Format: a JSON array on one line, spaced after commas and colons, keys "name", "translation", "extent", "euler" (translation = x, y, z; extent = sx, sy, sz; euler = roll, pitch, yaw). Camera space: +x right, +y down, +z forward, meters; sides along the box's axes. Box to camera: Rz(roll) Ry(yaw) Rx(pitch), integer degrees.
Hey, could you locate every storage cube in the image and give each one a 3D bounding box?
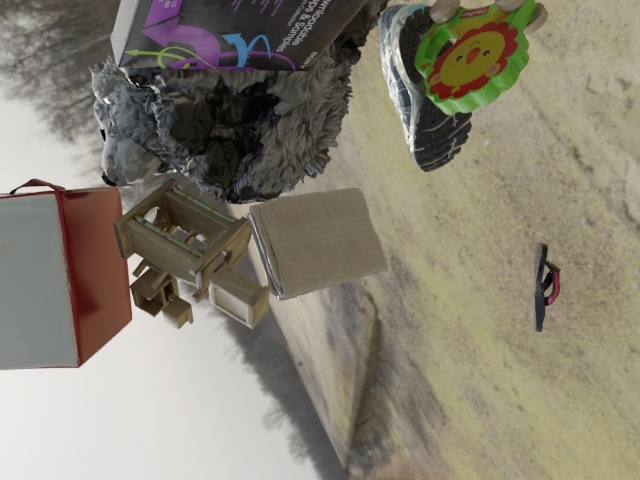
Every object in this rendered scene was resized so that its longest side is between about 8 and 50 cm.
[{"name": "storage cube", "translation": [-0.345, 0.035, 0.627], "extent": [0.193, 0.184, 0.215], "euler": [-118, 24, -82]}]

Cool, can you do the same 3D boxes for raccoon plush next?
[{"name": "raccoon plush", "translation": [-0.075, -0.208, 0.656], "extent": [0.299, 0.446, 0.216], "euler": [30, 148, 56]}]

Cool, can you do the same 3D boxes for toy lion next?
[{"name": "toy lion", "translation": [0.103, -0.131, 0.377], "extent": [0.034, 0.096, 0.100], "euler": [35, 172, -34]}]

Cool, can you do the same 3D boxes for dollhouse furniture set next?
[{"name": "dollhouse furniture set", "translation": [-0.124, 0.044, 0.628], "extent": [0.182, 0.101, 0.161], "euler": [28, 141, 16]}]

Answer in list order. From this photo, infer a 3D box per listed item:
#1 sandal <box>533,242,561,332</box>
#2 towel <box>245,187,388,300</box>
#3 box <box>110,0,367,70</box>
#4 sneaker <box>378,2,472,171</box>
[{"name": "sandal", "translation": [0.372, 0.076, 0.882], "extent": [0.067, 0.040, 0.179], "euler": [-61, -35, -48]}, {"name": "towel", "translation": [0.000, 0.000, 1.023], "extent": [0.049, 0.282, 0.187], "euler": [-30, 75, 50]}, {"name": "box", "translation": [-0.054, -0.161, 0.381], "extent": [0.116, 0.162, 0.029], "euler": [-28, 76, 58]}, {"name": "sneaker", "translation": [0.161, -0.244, 0.864], "extent": [0.122, 0.110, 0.283], "euler": [-124, 13, -51]}]
